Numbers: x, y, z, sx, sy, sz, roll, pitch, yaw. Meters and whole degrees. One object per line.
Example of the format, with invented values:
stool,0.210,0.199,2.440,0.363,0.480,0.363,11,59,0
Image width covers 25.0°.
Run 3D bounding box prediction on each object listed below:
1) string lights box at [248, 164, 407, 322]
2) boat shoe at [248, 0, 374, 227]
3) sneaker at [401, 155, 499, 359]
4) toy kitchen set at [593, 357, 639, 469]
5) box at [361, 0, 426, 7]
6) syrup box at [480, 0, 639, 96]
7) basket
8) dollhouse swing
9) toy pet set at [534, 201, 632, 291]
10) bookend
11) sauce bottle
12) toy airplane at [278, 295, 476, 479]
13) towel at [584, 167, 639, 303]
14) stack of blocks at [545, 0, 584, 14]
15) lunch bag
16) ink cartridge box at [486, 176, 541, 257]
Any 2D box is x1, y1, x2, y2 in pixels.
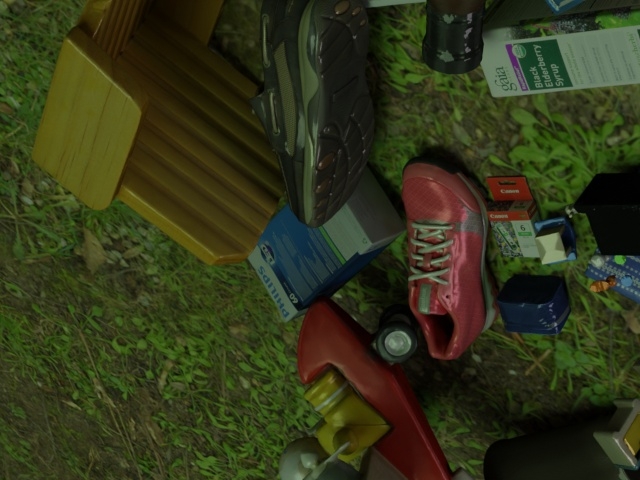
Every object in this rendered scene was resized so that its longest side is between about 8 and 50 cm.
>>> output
string lights box,0.000,0.000,2.082,0.133,0.077,0.260,59,140,11
boat shoe,-0.015,-0.180,1.863,0.130,0.132,0.355,28,134,29
sneaker,0.170,0.033,1.974,0.116,0.136,0.313,5,129,31
toy kitchen set,0.492,0.235,1.879,0.122,0.166,0.207,46,155,-19
box,0.063,-0.343,1.769,0.244,0.060,0.100,2,127,35
syrup box,0.302,-0.235,1.669,0.237,0.096,0.093,-2,125,36
basket,0.386,0.341,2.093,0.204,0.154,0.227,45,135,-14
dollhouse swing,-0.146,-0.199,1.845,0.305,0.347,0.315,28,138,-2
toy pet set,0.342,0.003,1.883,0.114,0.065,0.122,-13,102,25
bookend,0.416,-0.001,1.772,0.156,0.072,0.157,0,126,41
sauce bottle,0.151,-0.335,1.541,0.111,0.111,0.344,18,135,22
toy airplane,0.078,0.311,2.080,0.272,0.384,0.386,-24,142,8
towel,0.487,-0.004,1.788,0.243,0.040,0.336,30,138,11
stack of blocks,0.248,-0.412,1.554,0.171,0.087,0.297,-24,110,46
lunch bag,0.292,0.093,1.993,0.098,0.067,0.065,2,127,35
ink cartridge box,0.259,-0.031,1.934,0.063,0.029,0.115,0,127,36
